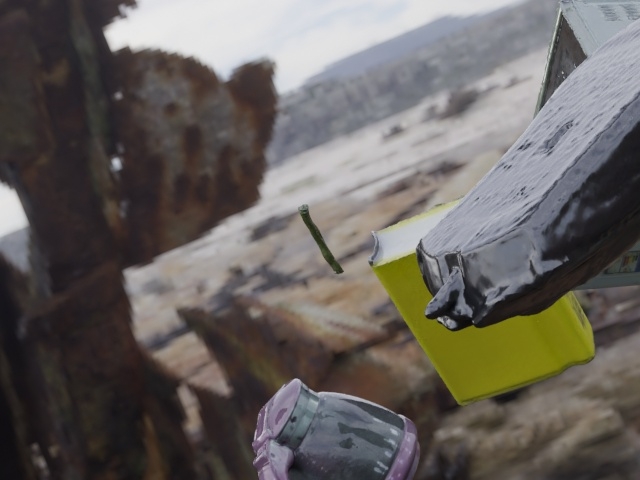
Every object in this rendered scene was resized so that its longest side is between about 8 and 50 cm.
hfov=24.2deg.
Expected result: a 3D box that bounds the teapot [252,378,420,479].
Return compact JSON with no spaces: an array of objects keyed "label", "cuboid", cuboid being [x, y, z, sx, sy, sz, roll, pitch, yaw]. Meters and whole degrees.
[{"label":"teapot","cuboid":[0.002,0.203,1.368,0.148,0.146,0.116,-63,11,-19]}]

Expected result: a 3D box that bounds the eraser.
[{"label":"eraser","cuboid":[0.167,0.058,1.515,0.158,0.226,0.069,-22,33,17]}]

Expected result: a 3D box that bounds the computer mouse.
[{"label":"computer mouse","cuboid":[0.157,-0.032,0.860,0.264,0.088,0.147,-43,10,-18]}]

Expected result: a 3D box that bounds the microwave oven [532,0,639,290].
[{"label":"microwave oven","cuboid":[0.248,-0.079,1.167,0.163,0.205,0.129,-4,42,-13]}]

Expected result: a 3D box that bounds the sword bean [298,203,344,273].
[{"label":"sword bean","cuboid":[0.000,0.000,1.262,0.012,0.083,0.012,-17,42,16]}]
